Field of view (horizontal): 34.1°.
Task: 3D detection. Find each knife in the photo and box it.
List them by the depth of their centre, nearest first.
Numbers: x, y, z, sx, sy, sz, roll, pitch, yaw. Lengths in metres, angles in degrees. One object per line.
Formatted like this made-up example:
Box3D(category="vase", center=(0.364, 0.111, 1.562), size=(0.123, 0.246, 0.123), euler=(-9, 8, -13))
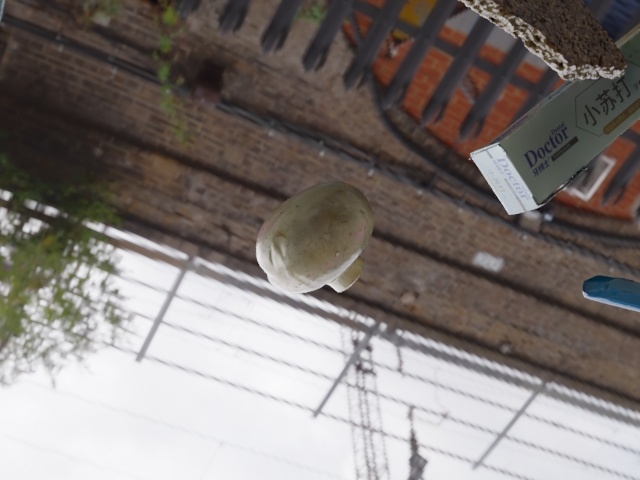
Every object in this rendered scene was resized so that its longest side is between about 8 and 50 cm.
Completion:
Box3D(category="knife", center=(0.364, 0.070, 0.882), size=(0.296, 0.026, 0.044), euler=(14, -135, 33))

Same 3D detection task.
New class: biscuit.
Box3D(category="biscuit", center=(0.188, -0.192, 0.890), size=(0.237, 0.026, 0.131), euler=(-13, -116, -55))

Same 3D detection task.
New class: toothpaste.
Box3D(category="toothpaste", center=(0.302, -0.147, 1.158), size=(0.313, 0.071, 0.089), euler=(-38, -81, -24))

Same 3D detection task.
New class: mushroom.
Box3D(category="mushroom", center=(0.000, 0.000, 0.674), size=(0.067, 0.083, 0.083), euler=(46, -153, -15))

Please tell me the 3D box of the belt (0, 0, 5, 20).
Box3D(category="belt", center=(-0.280, -0.126, 0.591), size=(0.116, 0.267, 0.206), euler=(37, -162, 16))
